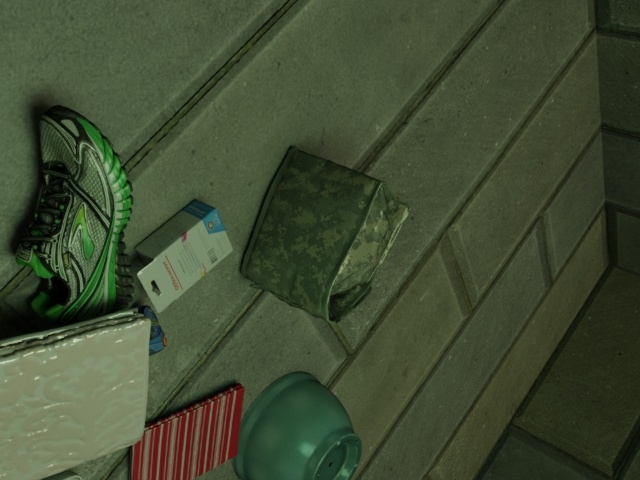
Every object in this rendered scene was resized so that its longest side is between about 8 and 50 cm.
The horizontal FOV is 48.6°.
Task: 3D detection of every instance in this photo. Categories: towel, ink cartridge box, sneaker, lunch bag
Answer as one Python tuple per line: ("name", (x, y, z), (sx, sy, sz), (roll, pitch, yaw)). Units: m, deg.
("towel", (-0.270, 0.414, 1.447), (0.275, 0.031, 0.199), (-16, 123, -43))
("ink cartridge box", (-0.248, 0.026, 1.229), (0.181, 0.061, 0.104), (-43, 137, -28))
("towel", (-0.421, 0.253, 1.054), (0.332, 0.053, 0.317), (-13, 134, -31))
("sneaker", (-0.361, 0.167, 1.171), (0.221, 0.083, 0.087), (-22, 109, -46))
("lunch bag", (0.000, 0.000, 1.372), (0.169, 0.235, 0.287), (33, 83, -56))
("sneaker", (-0.356, -0.022, 1.011), (0.146, 0.134, 0.343), (-23, 127, -41))

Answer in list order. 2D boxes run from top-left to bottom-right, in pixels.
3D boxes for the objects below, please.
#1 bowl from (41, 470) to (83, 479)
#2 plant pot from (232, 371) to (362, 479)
("bowl", (-0.475, 0.464, 1.204), (0.142, 0.053, 0.142), (-18, 122, -44))
("plant pot", (-0.029, 0.480, 1.639), (0.293, 0.196, 0.293), (-28, 130, -40))
